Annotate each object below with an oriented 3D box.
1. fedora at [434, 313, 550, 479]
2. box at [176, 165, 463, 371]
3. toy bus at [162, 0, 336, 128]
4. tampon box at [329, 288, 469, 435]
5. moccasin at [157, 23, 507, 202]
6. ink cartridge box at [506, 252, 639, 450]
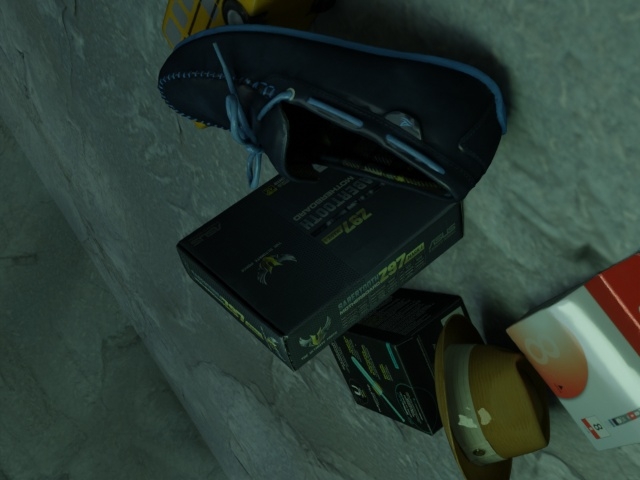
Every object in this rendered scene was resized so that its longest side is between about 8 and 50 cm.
[{"bbox_3d":[0.181,0.159,0.823,0.079,0.194,0.194,-15,109,27],"label":"fedora"},{"bbox_3d":[0.000,0.000,0.833,0.183,0.233,0.059,37,154,38],"label":"box"},{"bbox_3d":[-0.082,-0.242,0.852,0.130,0.108,0.333,56,155,4],"label":"toy bus"},{"bbox_3d":[0.098,0.133,0.962,0.161,0.101,0.120,6,124,60],"label":"tampon box"},{"bbox_3d":[-0.015,-0.111,0.725,0.342,0.116,0.138,11,159,31],"label":"moccasin"},{"bbox_3d":[0.257,0.104,0.712,0.145,0.045,0.179,54,157,8],"label":"ink cartridge box"}]
